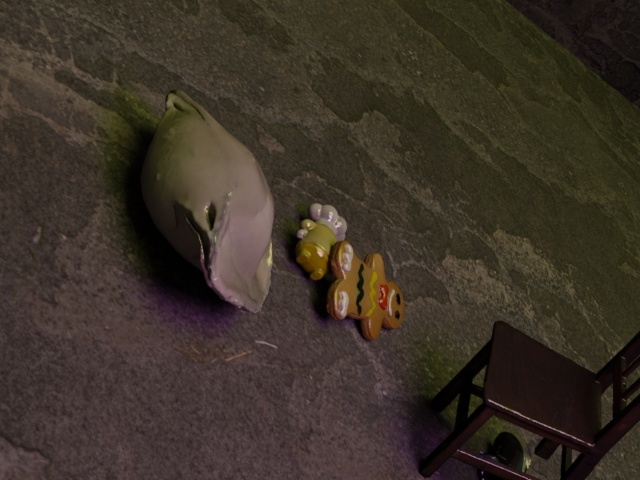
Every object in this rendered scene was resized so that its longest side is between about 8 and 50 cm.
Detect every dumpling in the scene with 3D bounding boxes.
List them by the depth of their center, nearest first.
[{"bbox_3d":[-0.152,-0.052,1.597,0.341,0.181,0.260,42,-5,40],"label":"dumpling"}]

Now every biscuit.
[{"bbox_3d":[0.087,0.092,1.848,0.240,0.035,0.158,26,63,-52],"label":"biscuit"}]

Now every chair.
[{"bbox_3d":[0.365,0.235,1.718,0.241,0.416,0.203,27,36,-2],"label":"chair"}]

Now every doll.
[{"bbox_3d":[0.000,0.000,1.841,0.106,0.062,0.162,53,31,-21],"label":"doll"}]

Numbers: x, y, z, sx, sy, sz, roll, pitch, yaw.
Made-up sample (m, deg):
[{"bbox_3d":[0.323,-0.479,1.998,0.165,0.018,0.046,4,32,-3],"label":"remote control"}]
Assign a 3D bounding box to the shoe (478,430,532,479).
[{"bbox_3d":[0.316,0.401,1.891,0.099,0.071,0.169,32,40,-26],"label":"shoe"}]
